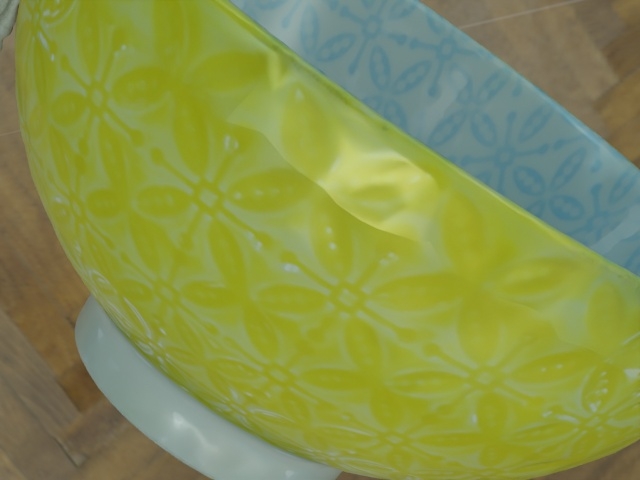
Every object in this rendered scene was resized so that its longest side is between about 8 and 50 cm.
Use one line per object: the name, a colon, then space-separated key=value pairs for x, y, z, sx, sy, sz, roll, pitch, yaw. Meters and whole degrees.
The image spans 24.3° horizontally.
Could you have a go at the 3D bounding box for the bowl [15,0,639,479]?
bowl: x=0.000 y=0.000 z=0.537 sx=0.289 sy=0.289 sz=0.156 roll=30 pitch=106 yaw=-19

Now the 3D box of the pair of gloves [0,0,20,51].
pair of gloves: x=-0.170 y=-0.162 z=1.010 sx=0.240 sy=0.204 sz=0.042 roll=33 pitch=37 yaw=-8
